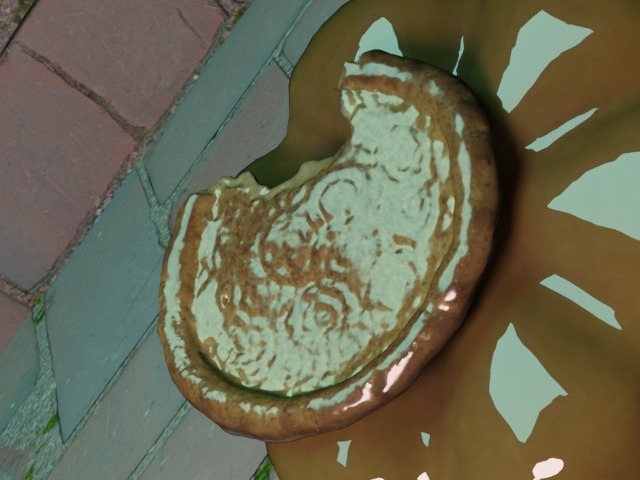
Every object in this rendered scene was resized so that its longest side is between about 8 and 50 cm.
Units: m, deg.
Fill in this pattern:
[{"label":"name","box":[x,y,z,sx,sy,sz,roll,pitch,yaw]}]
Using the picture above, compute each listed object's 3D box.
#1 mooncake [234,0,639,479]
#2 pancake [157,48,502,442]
[{"label":"mooncake","box":[0.151,0.015,1.270,0.467,0.262,0.467,-18,62,36]},{"label":"pancake","box":[0.000,0.000,1.209,0.288,0.033,0.286,3,75,41]}]
